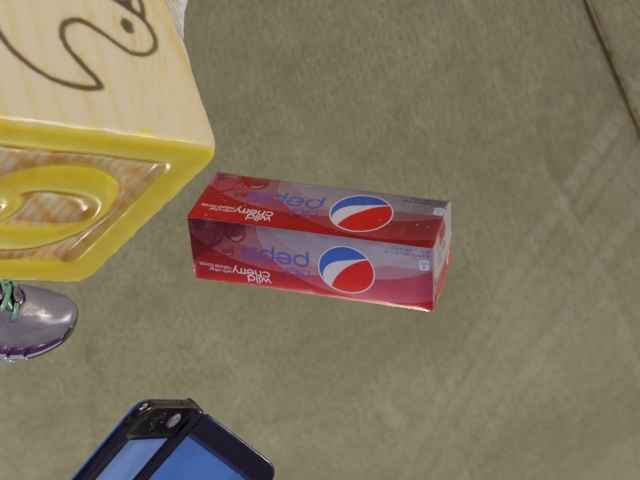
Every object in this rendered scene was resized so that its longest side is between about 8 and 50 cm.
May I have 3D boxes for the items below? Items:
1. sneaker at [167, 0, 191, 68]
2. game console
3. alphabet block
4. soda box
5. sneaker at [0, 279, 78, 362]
[{"bbox_3d":[-0.160,-0.217,1.139,0.092,0.229,0.087,-5,151,-39],"label":"sneaker"},{"bbox_3d":[-0.253,0.399,1.846,0.173,0.250,0.293,43,98,19],"label":"game console"},{"bbox_3d":[-0.219,-0.101,0.852,0.192,0.197,0.193,2,148,-43],"label":"alphabet block"},{"bbox_3d":[0.000,0.000,1.270,0.263,0.092,0.083,8,128,16],"label":"soda box"},{"bbox_3d":[-0.336,0.061,1.167,0.223,0.083,0.098,0,143,-27],"label":"sneaker"}]
